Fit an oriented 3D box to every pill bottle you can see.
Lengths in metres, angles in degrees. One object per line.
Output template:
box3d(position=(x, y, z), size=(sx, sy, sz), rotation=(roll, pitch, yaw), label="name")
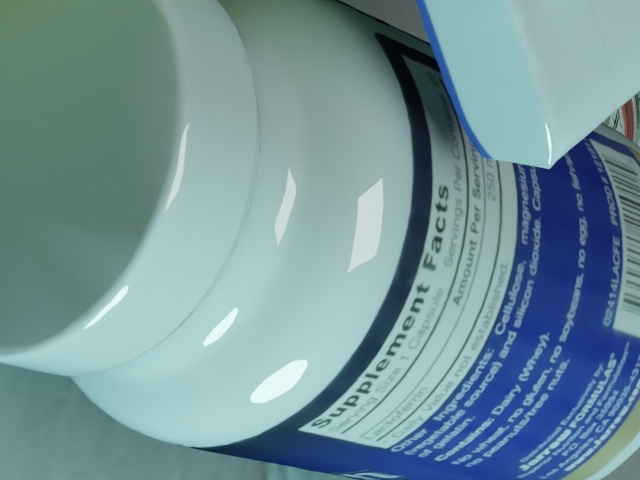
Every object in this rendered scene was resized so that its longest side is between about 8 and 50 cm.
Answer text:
box3d(position=(0.000, 0.000, 0.663), size=(0.265, 0.153, 0.153), rotation=(19, 77, -47), label="pill bottle")

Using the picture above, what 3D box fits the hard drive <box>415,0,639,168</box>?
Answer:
box3d(position=(0.129, -0.195, 0.609), size=(0.319, 0.040, 0.210), rotation=(-39, 121, -29), label="hard drive")

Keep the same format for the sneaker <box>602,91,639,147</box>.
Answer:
box3d(position=(0.085, 0.004, 0.824), size=(0.093, 0.088, 0.225), rotation=(36, 58, -35), label="sneaker")
